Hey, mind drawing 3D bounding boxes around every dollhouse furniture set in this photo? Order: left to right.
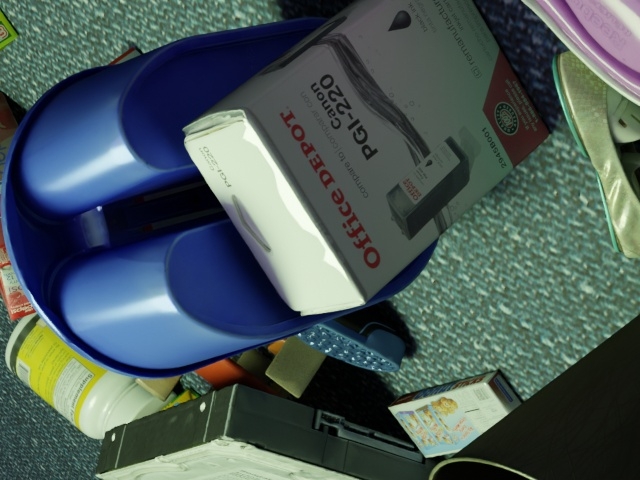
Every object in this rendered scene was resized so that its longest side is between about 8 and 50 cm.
[{"bbox_3d":[-0.139,0.102,1.547,0.259,0.135,0.262,37,154,-8],"label":"dollhouse furniture set"}]

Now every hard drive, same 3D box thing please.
[{"bbox_3d":[-0.065,0.234,1.594,0.237,0.064,0.339,21,156,-24],"label":"hard drive"}]

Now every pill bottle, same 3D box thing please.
[{"bbox_3d":[-0.283,0.172,1.907,0.208,0.119,0.119,35,148,26],"label":"pill bottle"}]

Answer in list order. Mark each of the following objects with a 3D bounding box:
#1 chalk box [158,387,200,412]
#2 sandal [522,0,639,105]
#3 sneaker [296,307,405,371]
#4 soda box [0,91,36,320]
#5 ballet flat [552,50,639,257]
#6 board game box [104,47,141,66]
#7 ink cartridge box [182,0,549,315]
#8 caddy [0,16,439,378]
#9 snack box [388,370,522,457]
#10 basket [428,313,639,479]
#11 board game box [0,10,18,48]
[{"bbox_3d":[-0.159,0.312,1.884,0.132,0.132,0.213,36,147,24],"label":"chalk box"},{"bbox_3d":[0.088,-0.216,0.944,0.416,0.102,0.169,38,149,17],"label":"sandal"},{"bbox_3d":[-0.014,0.037,1.422,0.232,0.090,0.081,29,160,-7],"label":"sneaker"},{"bbox_3d":[-0.345,-0.041,1.685,0.092,0.083,0.263,89,157,-48],"label":"soda box"},{"bbox_3d":[0.205,-0.063,1.031,0.052,0.057,0.168,-10,124,27],"label":"ballet flat"},{"bbox_3d":[-0.165,-0.081,1.521,0.147,0.045,0.193,45,151,9],"label":"board game box"},{"bbox_3d":[0.035,-0.074,1.068,0.092,0.218,0.159,-11,115,58],"label":"ink cartridge box"},{"bbox_3d":[-0.074,-0.033,1.162,0.179,0.341,0.241,-15,91,49],"label":"caddy"},{"bbox_3d":[0.129,0.163,1.418,0.064,0.022,0.178,53,151,-6],"label":"snack box"},{"bbox_3d":[0.221,0.143,1.052,0.204,0.227,0.154,18,138,43],"label":"basket"},{"bbox_3d":[-0.402,-0.229,1.684,0.092,0.043,0.181,55,151,-10],"label":"board game box"}]
